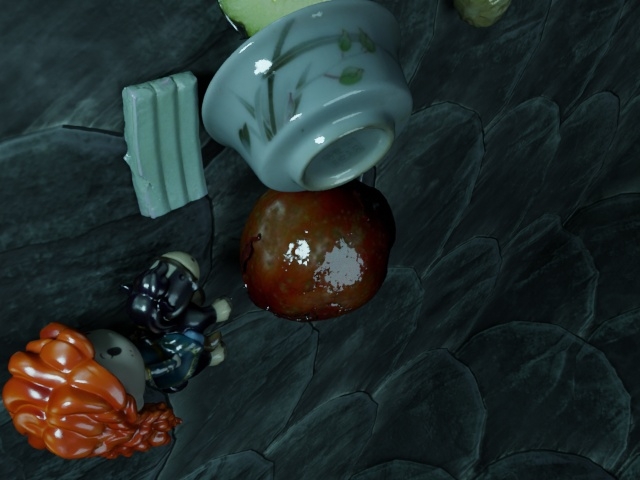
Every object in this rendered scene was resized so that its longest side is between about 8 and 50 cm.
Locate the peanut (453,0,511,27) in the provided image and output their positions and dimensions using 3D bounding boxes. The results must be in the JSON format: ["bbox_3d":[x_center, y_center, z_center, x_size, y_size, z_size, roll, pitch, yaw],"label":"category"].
[{"bbox_3d":[0.340,-0.565,1.357,0.136,0.120,0.298,-11,127,-53],"label":"peanut"}]

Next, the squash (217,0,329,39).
[{"bbox_3d":[-0.068,-0.384,1.048,0.184,0.085,0.191,-19,110,-4],"label":"squash"}]

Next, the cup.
[{"bbox_3d":[0.007,-0.190,1.096,0.347,0.163,0.347,-24,160,-9],"label":"cup"}]

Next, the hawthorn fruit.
[{"bbox_3d":[0.000,0.014,1.326,0.316,0.316,0.315,-33,143,-29],"label":"hawthorn fruit"}]

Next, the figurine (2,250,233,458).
[{"bbox_3d":[-0.311,0.197,1.180,0.412,0.241,0.306,-44,157,-33],"label":"figurine"}]

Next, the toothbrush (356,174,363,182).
[{"bbox_3d":[0.103,-0.229,1.465,0.029,0.024,0.353,-12,131,-36],"label":"toothbrush"}]

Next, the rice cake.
[{"bbox_3d":[-0.239,-0.144,1.084,0.127,0.043,0.237,-30,141,-34],"label":"rice cake"}]
